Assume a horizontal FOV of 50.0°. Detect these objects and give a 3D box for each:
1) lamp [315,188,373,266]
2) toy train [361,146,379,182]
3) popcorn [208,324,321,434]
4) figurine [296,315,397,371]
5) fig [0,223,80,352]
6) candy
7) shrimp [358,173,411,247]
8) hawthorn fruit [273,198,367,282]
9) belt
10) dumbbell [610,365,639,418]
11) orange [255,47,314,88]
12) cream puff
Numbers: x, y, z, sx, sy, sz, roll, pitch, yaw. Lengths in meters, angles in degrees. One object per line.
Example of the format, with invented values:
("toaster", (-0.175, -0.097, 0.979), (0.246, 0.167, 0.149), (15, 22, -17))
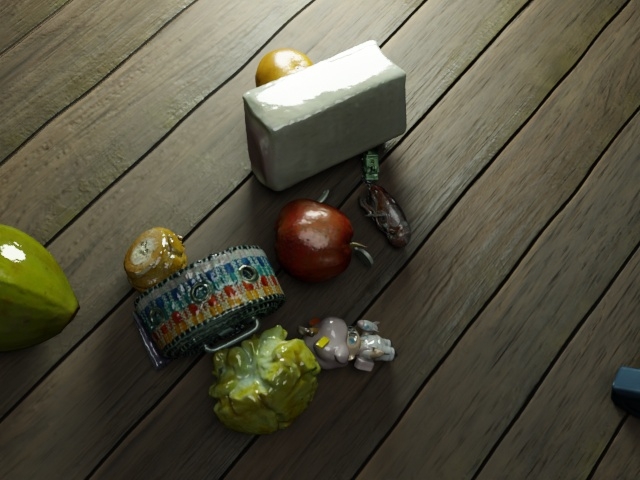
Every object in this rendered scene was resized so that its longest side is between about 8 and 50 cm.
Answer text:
("lamp", (0.059, -0.025, 1.537), (0.056, 0.050, 0.198), (-40, 83, -19))
("toy train", (0.116, -0.176, 1.590), (0.033, 0.053, 0.083), (-2, 72, -11))
("popcorn", (-0.108, 0.280, 1.339), (0.221, 0.204, 0.184), (-30, 61, -17))
("figurine", (0.048, 0.216, 1.432), (0.229, 0.112, 0.137), (11, 29, -18))
("fig", (-0.593, 0.096, 1.301), (0.271, 0.239, 0.239), (17, 71, -19))
("candy", (0.011, -0.268, 1.501), (0.358, 0.208, 0.145), (-26, 56, -15))
("shrimp", (0.142, -0.069, 1.557), (0.073, 0.075, 0.190), (-34, 88, 15))
("hawthorn fruit", (0.000, 0.000, 1.449), (0.200, 0.179, 0.179), (-1, 73, 5))
("belt", (-0.216, 0.137, 1.359), (0.295, 0.207, 0.160), (-25, 77, -14))
("dumbbell", (0.768, 0.240, 1.529), (0.143, 0.156, 0.316), (21, 68, 29))
("orange", (-0.078, -0.363, 1.581), (0.154, 0.134, 0.155), (15, 59, -27))
("cream puff", (-0.336, 0.048, 1.415), (0.126, 0.103, 0.144), (-13, 46, 24))
